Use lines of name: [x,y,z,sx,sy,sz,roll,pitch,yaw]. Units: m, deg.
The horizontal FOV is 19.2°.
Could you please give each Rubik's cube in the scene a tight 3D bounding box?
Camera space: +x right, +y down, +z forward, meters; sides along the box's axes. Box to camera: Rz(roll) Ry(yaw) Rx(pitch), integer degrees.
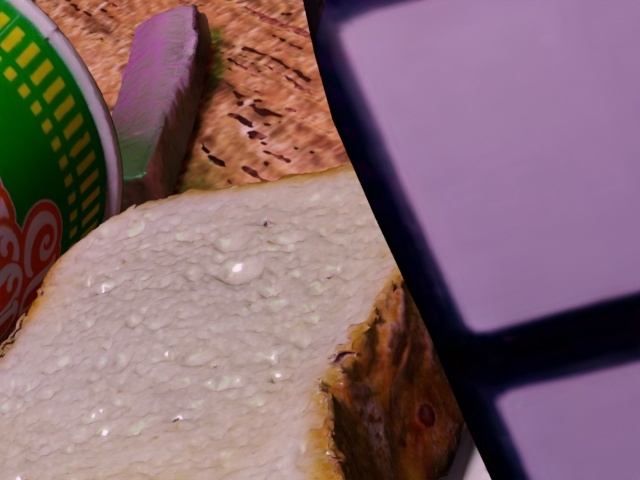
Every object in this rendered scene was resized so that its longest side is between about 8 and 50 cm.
Rubik's cube: [0.178,-0.052,0.505,0.283,0.293,0.288,-16,28,20]

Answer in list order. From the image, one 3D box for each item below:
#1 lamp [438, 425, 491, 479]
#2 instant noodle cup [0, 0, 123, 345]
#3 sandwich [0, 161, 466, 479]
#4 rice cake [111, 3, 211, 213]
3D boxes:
lamp: [-0.046,0.112,0.647,0.269,0.047,0.266,-12,28,22]
instant noodle cup: [-0.220,0.014,0.769,0.207,0.207,0.232,-9,30,27]
sandwich: [-0.030,0.055,0.614,0.186,0.065,0.214,-8,30,28]
rice cake: [-0.088,-0.069,0.993,0.047,0.036,0.206,-7,32,11]
